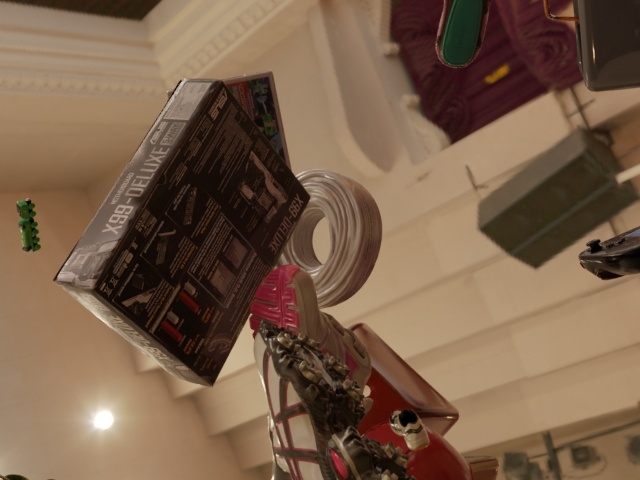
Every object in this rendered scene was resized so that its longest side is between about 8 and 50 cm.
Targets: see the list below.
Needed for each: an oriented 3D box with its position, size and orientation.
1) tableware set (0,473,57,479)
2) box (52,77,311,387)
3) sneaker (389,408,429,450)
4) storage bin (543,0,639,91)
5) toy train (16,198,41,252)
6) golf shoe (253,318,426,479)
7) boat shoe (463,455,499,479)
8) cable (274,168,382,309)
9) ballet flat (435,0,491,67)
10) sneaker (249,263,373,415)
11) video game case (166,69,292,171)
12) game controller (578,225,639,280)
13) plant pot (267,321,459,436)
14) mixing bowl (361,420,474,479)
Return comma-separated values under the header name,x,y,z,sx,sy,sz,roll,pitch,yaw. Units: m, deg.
name,x,y,z,sx,sy,sz,roll,pitch,yaw
tableware set,-0.408,0.344,1.133,0.154,0.104,0.024,2,-72,-69
box,-0.154,-0.009,1.067,0.242,0.076,0.308,51,-123,-45
sneaker,0.098,0.200,0.948,0.031,0.083,0.037,-20,-76,-13
storage bin,0.179,-0.150,0.504,0.091,0.098,0.135,-39,-57,-59
toy train,-0.387,-0.018,1.127,0.023,0.083,0.017,-23,-136,-34
golf shoe,-0.013,0.173,0.738,0.105,0.120,0.273,30,-165,-37
boat shoe,0.148,0.417,1.330,0.302,0.109,0.098,-16,-98,-16
cable,0.000,0.000,1.558,0.089,0.257,0.257,10,-83,-45
ballet flat,0.190,-0.328,1.072,0.076,0.222,0.079,8,-142,-3
sneaker,-0.004,0.131,1.009,0.111,0.103,0.252,-28,-57,-28
video game case,-0.154,-0.179,1.477,0.023,0.183,0.201,-110,9,-69
game controller,0.520,-0.027,1.178,0.319,0.166,0.067,-23,-97,-8
plant pot,0.059,0.314,1.516,0.267,0.267,0.236,43,179,16
mixing bowl,0.105,0.305,1.140,0.181,0.181,0.098,-52,-56,-49
